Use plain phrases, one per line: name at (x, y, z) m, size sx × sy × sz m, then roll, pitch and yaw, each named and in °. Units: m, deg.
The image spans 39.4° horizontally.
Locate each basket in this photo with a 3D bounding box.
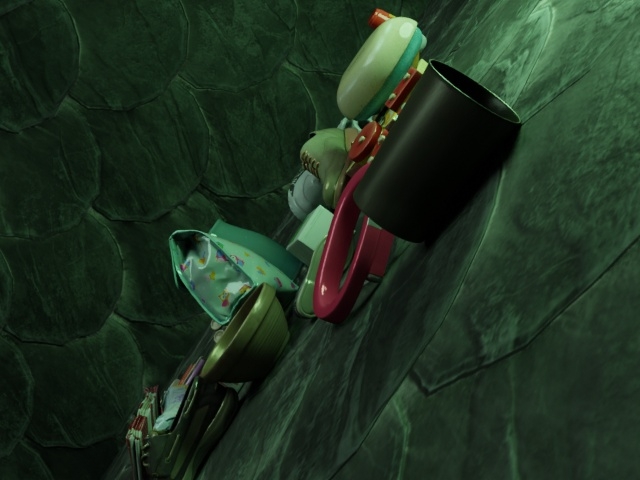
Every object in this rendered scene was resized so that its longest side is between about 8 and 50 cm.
basket at (0.158, -0.122, 1.287) m, size 0.226 × 0.154 × 0.204 m, roll -57°, pitch 4°, yaw 19°

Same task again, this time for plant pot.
plant pot at (-0.139, 0.211, 1.855) m, size 0.237 × 0.110 × 0.237 m, roll -55°, pitch 8°, yaw 11°
plant pot at (-0.221, 0.086, 2.381) m, size 0.271 × 0.255 × 0.271 m, roll -55°, pitch 7°, yaw 11°

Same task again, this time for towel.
towel at (-0.393, 0.491, 2.026) m, size 0.329 × 0.037 × 0.237 m, roll -105°, pitch 11°, yaw -80°

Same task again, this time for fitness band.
fitness band at (0.062, 0.002, 1.516) m, size 0.209 × 0.054 × 0.290 m, roll 154°, pitch 135°, yaw -69°

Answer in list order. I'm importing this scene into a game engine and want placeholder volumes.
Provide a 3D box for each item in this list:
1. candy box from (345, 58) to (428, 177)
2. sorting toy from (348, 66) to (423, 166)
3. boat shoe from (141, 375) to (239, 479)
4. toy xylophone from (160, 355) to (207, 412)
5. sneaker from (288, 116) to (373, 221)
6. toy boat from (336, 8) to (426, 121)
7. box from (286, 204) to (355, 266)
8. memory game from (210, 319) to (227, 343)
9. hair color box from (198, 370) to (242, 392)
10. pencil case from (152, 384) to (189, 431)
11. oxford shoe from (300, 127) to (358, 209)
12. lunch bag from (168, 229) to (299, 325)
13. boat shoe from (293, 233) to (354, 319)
candy box at (0.176, -0.262, 2.015) m, size 0.183 × 0.088 × 0.316 m, roll -49°, pitch 10°, yaw 38°
sorting toy at (0.156, -0.199, 1.673) m, size 0.255 × 0.089 × 0.257 m, roll -54°, pitch 19°, yaw 11°
boat shoe at (-0.309, 0.439, 1.852) m, size 0.355 × 0.130 × 0.132 m, roll -58°, pitch 7°, yaw -19°
toy xylophone at (-0.357, 0.403, 2.524) m, size 0.322 × 0.081 × 0.236 m, roll -46°, pitch 11°, yaw 51°
sneaker at (0.042, -0.213, 2.468) m, size 0.210 × 0.137 × 0.365 m, roll -52°, pitch 4°, yaw 47°
toy boat at (0.160, -0.415, 2.031) m, size 0.267 × 0.148 × 0.318 m, roll -49°, pitch 16°, yaw 41°
box at (0.000, 0.000, 1.930) m, size 0.101 × 0.102 × 0.087 m, roll -57°, pitch 9°, yaw -24°
memory game at (-0.195, 0.191, 2.213) m, size 0.186 × 0.012 × 0.186 m, roll -13°, pitch 63°, yaw 28°
hair color box at (-0.220, 0.305, 2.024) m, size 0.167 × 0.093 × 0.053 m, roll -59°, pitch 7°, yaw -30°
pencil case at (-0.318, 0.416, 2.048) m, size 0.114 × 0.124 × 0.273 m, roll -30°, pitch 9°, yaw -1°
oxford shoe at (0.018, -0.176, 2.234) m, size 0.397 × 0.147 × 0.140 m, roll -82°, pitch -4°, yaw -66°
lunch bag at (-0.220, 0.079, 2.099) m, size 0.160 × 0.262 × 0.223 m, roll -54°, pitch -24°, yaw 11°
boat shoe at (0.000, 0.063, 1.758) m, size 0.206 × 0.075 × 0.065 m, roll -63°, pitch 13°, yaw -23°
